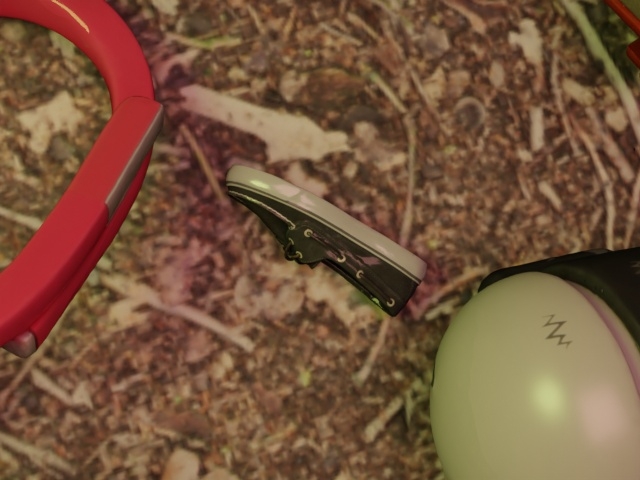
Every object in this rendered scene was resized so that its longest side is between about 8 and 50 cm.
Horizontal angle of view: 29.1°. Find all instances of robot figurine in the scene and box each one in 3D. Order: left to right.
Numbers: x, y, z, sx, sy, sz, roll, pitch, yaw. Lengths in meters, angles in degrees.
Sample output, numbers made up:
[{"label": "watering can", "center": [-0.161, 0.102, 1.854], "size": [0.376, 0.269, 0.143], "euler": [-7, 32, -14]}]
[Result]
[{"label": "robot figurine", "center": [0.199, 0.089, 0.714], "size": [0.278, 0.209, 0.173], "euler": [-10, 90, -21]}]

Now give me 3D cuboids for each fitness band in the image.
[{"label": "fitness band", "center": [-0.211, -0.047, 0.685], "size": [0.209, 0.054, 0.291], "euler": [24, 58, 6]}]

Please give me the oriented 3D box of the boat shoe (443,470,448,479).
[{"label": "boat shoe", "center": [0.114, 0.165, 0.778], "size": [0.038, 0.046, 0.125], "euler": [2, 61, -51]}]

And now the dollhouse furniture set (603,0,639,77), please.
[{"label": "dollhouse furniture set", "center": [0.163, -0.239, 0.785], "size": [0.262, 0.135, 0.259], "euler": [-31, 68, -12]}]

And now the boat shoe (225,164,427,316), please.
[{"label": "boat shoe", "center": [0.000, 0.000, 0.770], "size": [0.142, 0.049, 0.040], "euler": [29, 80, -8]}]
